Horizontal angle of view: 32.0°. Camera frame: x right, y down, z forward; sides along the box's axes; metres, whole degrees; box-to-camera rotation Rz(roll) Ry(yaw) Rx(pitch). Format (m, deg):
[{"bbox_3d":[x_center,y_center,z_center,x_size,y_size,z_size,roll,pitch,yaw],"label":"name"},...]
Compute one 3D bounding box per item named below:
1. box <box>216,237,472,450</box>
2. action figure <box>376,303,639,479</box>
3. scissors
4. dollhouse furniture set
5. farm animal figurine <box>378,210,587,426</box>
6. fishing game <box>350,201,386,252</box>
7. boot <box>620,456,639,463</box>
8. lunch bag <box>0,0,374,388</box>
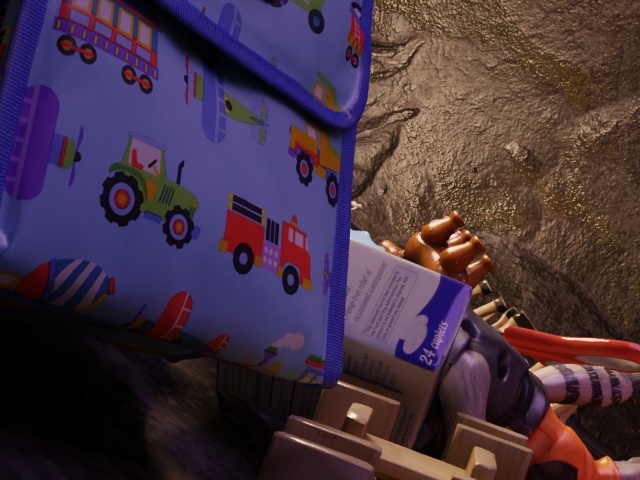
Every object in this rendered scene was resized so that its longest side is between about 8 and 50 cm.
[{"bbox_3d":[0.011,0.062,0.702,0.137,0.072,0.126,22,-37,9],"label":"box"},{"bbox_3d":[0.104,0.107,0.909,0.330,0.178,0.341,32,6,-34],"label":"action figure"},{"bbox_3d":[0.154,0.087,1.002,0.297,0.021,0.109,11,-15,3],"label":"scissors"},{"bbox_3d":[0.071,0.186,0.536,0.242,0.161,0.212,19,3,6],"label":"dollhouse furniture set"},{"bbox_3d":[0.153,0.130,1.259,0.326,0.172,0.330,56,3,20],"label":"farm animal figurine"},{"bbox_3d":[-0.024,0.014,1.155,0.189,0.041,0.264,8,27,-12],"label":"fishing game"},{"bbox_3d":[0.444,0.427,1.033,0.367,0.146,0.445,34,13,-40],"label":"boot"},{"bbox_3d":[-0.074,-0.100,0.533,0.138,0.293,0.221,4,-14,40],"label":"lunch bag"}]
